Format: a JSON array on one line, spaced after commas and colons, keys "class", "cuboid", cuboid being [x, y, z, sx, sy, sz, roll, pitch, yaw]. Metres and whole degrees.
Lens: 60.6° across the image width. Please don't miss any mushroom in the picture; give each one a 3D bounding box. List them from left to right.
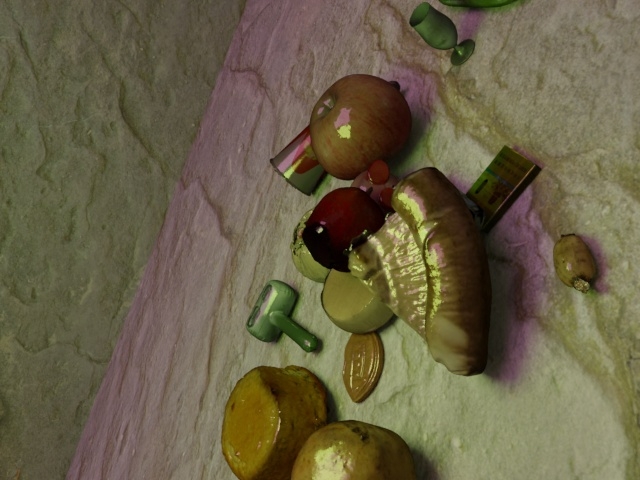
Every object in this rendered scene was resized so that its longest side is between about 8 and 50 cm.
[{"class": "mushroom", "cuboid": [0.276, 0.078, 1.193, 0.314, 0.224, 0.397, -53, 56, 25]}]

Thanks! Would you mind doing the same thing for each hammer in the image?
[{"class": "hammer", "cuboid": [-0.103, 0.266, 1.743, 0.335, 0.119, 0.206, 28, 93, 50]}]

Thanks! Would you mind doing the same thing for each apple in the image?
[{"class": "apple", "cuboid": [0.105, -0.349, 1.660, 0.344, 0.269, 0.345, -35, 22, 16]}]

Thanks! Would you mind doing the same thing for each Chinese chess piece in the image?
[{"class": "Chinese chess piece", "cuboid": [0.114, 0.132, 1.502, 0.249, 0.103, 0.250, -34, 37, 31]}]

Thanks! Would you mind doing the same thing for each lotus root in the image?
[{"class": "lotus root", "cuboid": [0.499, 0.045, 1.081, 0.072, 0.063, 0.152, -29, 43, 29]}]

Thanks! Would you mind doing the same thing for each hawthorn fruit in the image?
[{"class": "hawthorn fruit", "cuboid": [0.069, -0.042, 1.438, 0.215, 0.215, 0.250, 1, 60, 55]}]

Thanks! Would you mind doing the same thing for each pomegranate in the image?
[{"class": "pomegranate", "cuboid": [0.074, 0.528, 1.168, 0.281, 0.281, 0.281, -33, 45, 39]}]

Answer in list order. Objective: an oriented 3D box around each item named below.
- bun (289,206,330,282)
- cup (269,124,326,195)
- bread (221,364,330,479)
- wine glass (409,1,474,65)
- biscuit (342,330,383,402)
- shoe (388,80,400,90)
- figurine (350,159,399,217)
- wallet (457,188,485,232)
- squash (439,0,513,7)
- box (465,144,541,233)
[{"class": "bun", "cuboid": [0.000, 0.000, 1.727, 0.259, 0.152, 0.259, -36, 40, 38]}, {"class": "cup", "cuboid": [-0.017, -0.328, 1.947, 0.288, 0.203, 0.203, -47, 37, 14]}, {"class": "bread", "cuboid": [-0.134, 0.511, 1.525, 0.337, 0.204, 0.358, -60, 30, 0]}, {"class": "wine glass", "cuboid": [0.350, -0.598, 1.583, 0.093, 0.202, 0.093, -31, 47, 39]}, {"class": "biscuit", "cuboid": [0.112, 0.323, 1.467, 0.142, 0.029, 0.221, -18, 54, 48]}, {"class": "shoe", "cuboid": [0.201, -0.440, 1.816, 0.194, 0.074, 0.077, -42, 51, 35]}, {"class": "figurine", "cuboid": [0.159, -0.120, 1.576, 0.173, 0.173, 0.173, -33, 45, 39]}, {"class": "wallet", "cuboid": [0.302, -0.054, 1.380, 0.250, 0.075, 0.176, -123, 42, -52]}, {"class": "squash", "cuboid": [0.464, -0.741, 1.616, 0.101, 0.101, 0.378, -59, 35, 8]}, {"class": "box", "cuboid": [0.426, -0.125, 1.324, 0.193, 0.030, 0.121, -54, 34, 16]}]
